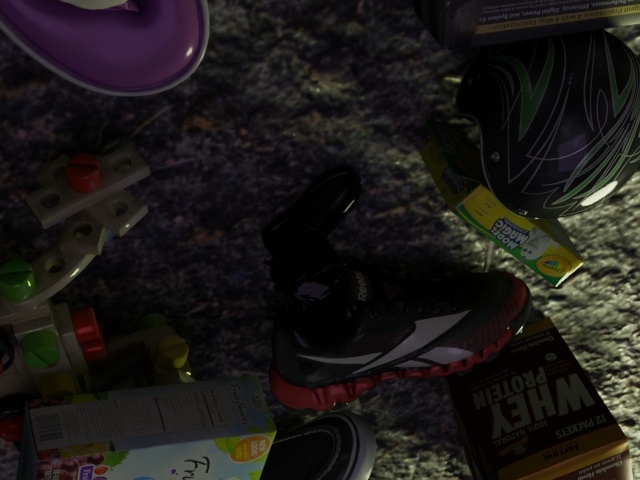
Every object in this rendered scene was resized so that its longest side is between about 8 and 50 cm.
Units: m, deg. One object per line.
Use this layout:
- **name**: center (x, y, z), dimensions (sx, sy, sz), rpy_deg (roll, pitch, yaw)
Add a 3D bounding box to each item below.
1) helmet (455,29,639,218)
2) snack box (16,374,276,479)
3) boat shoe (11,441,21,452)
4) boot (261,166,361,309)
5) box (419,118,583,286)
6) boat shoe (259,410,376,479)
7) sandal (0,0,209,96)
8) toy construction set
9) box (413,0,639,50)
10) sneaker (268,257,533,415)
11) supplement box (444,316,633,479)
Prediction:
- **helmet**: center (0.211, -0.105, 1.141), dimensions (0.169, 0.161, 0.169), rpy_deg (-8, 126, -12)
- **snack box**: center (-0.159, 0.205, 1.149), dimensions (0.207, 0.070, 0.174), rpy_deg (-6, 139, -22)
- **boat shoe**: center (-0.283, 0.193, 1.278), dimensions (0.046, 0.038, 0.125), rpy_deg (-42, 138, -27)
- **boot**: center (0.000, -0.001, 1.189), dimensions (0.121, 0.099, 0.045), rpy_deg (-38, 128, 11)
- **box**: center (0.161, -0.037, 1.210), dimensions (0.043, 0.105, 0.179), rpy_deg (-43, 125, 17)
- **boat shoe**: center (-0.084, 0.270, 1.348), dimensions (0.306, 0.113, 0.105), rpy_deg (-33, 142, 18)
- **sandal**: center (-0.210, -0.254, 0.940), dimensions (0.169, 0.102, 0.416), rpy_deg (-27, 128, 3)
- **toy construction set**: center (-0.203, 0.080, 1.149), dimensions (0.215, 0.151, 0.328), rpy_deg (-15, 127, -7)
- **box**: center (0.276, -0.333, 1.042), dimensions (0.395, 0.097, 0.318), rpy_deg (-10, 125, -11)
- **sneaker**: center (0.075, 0.075, 1.267), dimensions (0.276, 0.097, 0.135), rpy_deg (-16, 130, -4)
- **supplement box**: center (0.231, 0.225, 1.363), dimensions (0.129, 0.194, 0.191), rpy_deg (-20, 128, -3)
